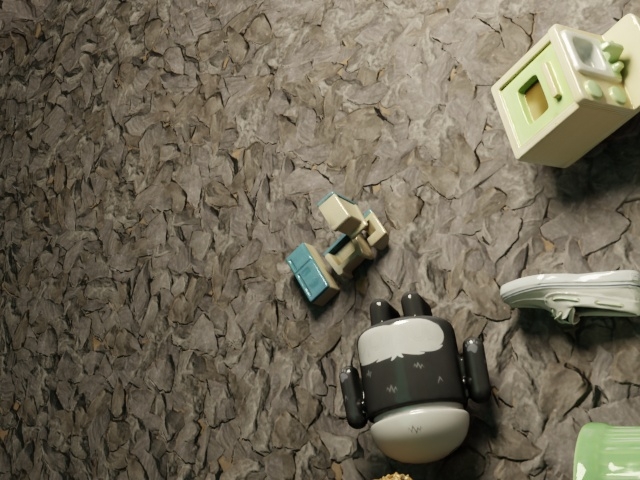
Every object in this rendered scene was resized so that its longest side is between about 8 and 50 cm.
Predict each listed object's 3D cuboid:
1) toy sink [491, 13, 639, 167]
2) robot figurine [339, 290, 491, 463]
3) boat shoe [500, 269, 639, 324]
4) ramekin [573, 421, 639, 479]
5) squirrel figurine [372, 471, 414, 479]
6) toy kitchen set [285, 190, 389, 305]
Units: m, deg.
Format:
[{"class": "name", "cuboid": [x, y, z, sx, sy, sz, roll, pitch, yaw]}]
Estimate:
[{"class": "toy sink", "cuboid": [0.405, -0.246, 1.442, 0.234, 0.131, 0.152, -43, 51, 47]}, {"class": "robot figurine", "cuboid": [0.154, 0.232, 1.511, 0.209, 0.174, 0.278, -39, 52, 51]}, {"class": "boat shoe", "cuboid": [0.391, 0.095, 1.423, 0.226, 0.083, 0.075, -10, 69, 35]}, {"class": "ramekin", "cuboid": [0.441, 0.382, 1.161, 0.148, 0.303, 0.303, -12, 68, 27]}, {"class": "squirrel figurine", "cuboid": [0.064, 0.550, 1.343, 0.281, 0.370, 0.397, -11, 69, 35]}, {"class": "toy kitchen set", "cuboid": [0.000, 0.000, 1.703, 0.207, 0.166, 0.122, -44, 54, 18]}]
